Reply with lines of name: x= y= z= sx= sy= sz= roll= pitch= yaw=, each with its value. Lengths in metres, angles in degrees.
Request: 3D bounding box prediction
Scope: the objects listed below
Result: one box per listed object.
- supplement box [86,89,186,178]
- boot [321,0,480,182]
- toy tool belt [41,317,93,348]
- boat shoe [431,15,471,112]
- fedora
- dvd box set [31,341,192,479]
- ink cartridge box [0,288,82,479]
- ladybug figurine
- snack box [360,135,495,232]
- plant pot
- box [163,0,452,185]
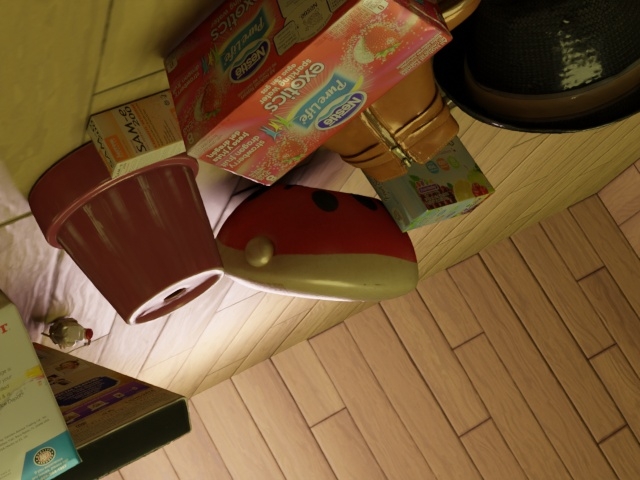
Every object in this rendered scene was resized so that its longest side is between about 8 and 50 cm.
supplement box: x=-0.190 y=-0.114 z=1.179 sx=0.098 sy=0.062 sz=0.036 roll=-25 pitch=168 yaw=-28
boot: x=0.104 y=-0.179 z=1.260 sx=0.283 sy=0.109 sz=0.220 roll=-31 pitch=132 yaw=23
toy tool belt: x=-0.416 y=0.152 z=1.813 sx=0.051 sy=0.052 sz=0.083 roll=-1 pitch=175 yaw=21
boat shoe: x=0.131 y=-0.207 z=1.464 sx=0.324 sy=0.116 sz=0.096 roll=-31 pitch=167 yaw=-25
fedora: x=0.294 y=-0.278 z=1.335 sx=0.334 sy=0.334 sz=0.152 roll=-28 pitch=138 yaw=-12
dvd box set: x=-0.432 y=0.261 z=1.589 sx=0.308 sy=0.062 sz=0.421 roll=-22 pitch=-158 yaw=-40
ink cartridge box: x=-0.426 y=0.184 z=1.324 sx=0.171 sy=0.232 sz=0.168 roll=-26 pitch=-154 yaw=-24
ladybug figurine: x=0.000 y=0.000 z=1.730 sx=0.305 sy=0.161 sz=0.449 roll=9 pitch=-178 yaw=19
snack box: x=0.161 y=-0.115 z=1.764 sx=0.207 sy=0.174 sz=0.070 roll=-14 pitch=157 yaw=-51
plant pot: x=-0.209 y=-0.010 z=1.284 sx=0.201 sy=0.180 sz=0.201 roll=-30 pitch=168 yaw=-7
box: x=-0.019 y=-0.183 z=1.065 sx=0.257 sy=0.128 sz=0.123 roll=-37 pitch=143 yaw=29
